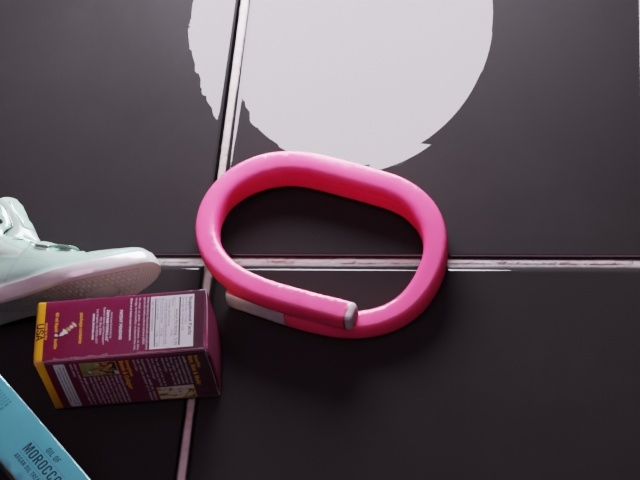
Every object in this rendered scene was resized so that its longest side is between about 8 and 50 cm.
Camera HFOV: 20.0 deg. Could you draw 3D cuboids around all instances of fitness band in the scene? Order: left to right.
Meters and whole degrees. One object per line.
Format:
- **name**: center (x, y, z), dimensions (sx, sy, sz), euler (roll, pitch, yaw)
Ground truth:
- **fitness band**: center (0.000, 0.000, 2.051), dimensions (0.290, 0.054, 0.209), euler (16, 61, 16)

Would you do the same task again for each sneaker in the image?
- **sneaker**: center (-0.312, 0.005, 2.063), dimensions (0.255, 0.094, 0.151), euler (-10, 62, 4)

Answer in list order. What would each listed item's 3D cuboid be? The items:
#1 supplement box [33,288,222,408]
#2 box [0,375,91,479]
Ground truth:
- **supplement box**: center (-0.206, 0.118, 1.973), dimensions (0.188, 0.104, 0.081), euler (-5, 56, 4)
- **box**: center (-0.286, 0.249, 1.903), dimensions (0.060, 0.100, 0.244), euler (-38, 60, -14)
